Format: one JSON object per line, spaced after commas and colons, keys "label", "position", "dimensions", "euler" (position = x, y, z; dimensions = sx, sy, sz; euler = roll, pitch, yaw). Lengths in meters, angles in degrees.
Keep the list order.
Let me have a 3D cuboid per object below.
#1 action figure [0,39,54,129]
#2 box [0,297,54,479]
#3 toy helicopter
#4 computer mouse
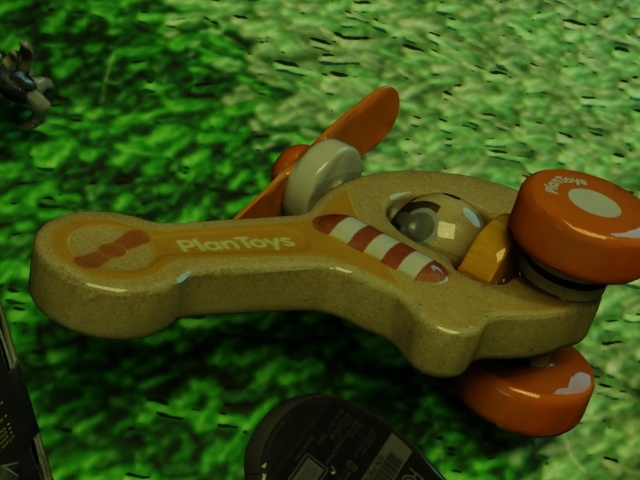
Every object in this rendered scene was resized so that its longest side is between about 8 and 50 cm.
{"label": "action figure", "position": [-0.221, -0.139, 0.874], "dimensions": [0.275, 0.141, 0.164], "euler": [-40, 81, -6]}
{"label": "box", "position": [-0.270, 0.160, 0.503], "dimensions": [0.097, 0.318, 0.395], "euler": [36, 64, 20]}
{"label": "toy helicopter", "position": [0.000, 0.000, 0.833], "dimensions": [0.355, 0.140, 0.235], "euler": [-2, 34, -31]}
{"label": "computer mouse", "position": [0.047, 0.213, 0.762], "dimensions": [0.262, 0.060, 0.184], "euler": [34, 54, -3]}
